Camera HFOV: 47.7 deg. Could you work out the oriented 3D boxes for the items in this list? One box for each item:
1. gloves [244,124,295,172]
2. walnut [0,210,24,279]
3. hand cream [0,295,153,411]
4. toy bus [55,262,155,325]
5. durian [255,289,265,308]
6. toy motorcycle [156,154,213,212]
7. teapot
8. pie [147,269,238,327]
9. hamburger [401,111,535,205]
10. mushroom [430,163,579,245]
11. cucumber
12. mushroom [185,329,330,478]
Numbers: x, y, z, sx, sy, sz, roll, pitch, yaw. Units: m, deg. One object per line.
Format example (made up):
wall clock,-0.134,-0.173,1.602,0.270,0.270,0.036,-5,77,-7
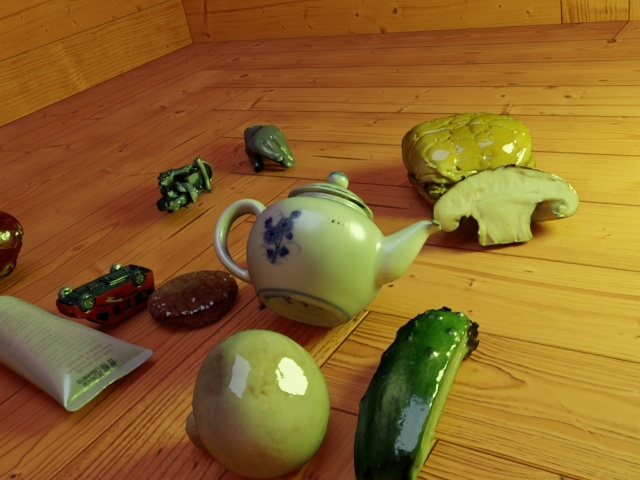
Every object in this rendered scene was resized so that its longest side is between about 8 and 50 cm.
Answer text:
gloves,-0.163,-0.267,2.088,0.142,0.119,0.285,-48,37,-1
walnut,-0.837,0.021,1.682,0.269,0.222,0.244,-11,31,-33
hand cream,-0.492,0.200,1.322,0.358,0.118,0.185,16,31,31
toy bus,-0.422,0.114,1.431,0.081,0.089,0.195,12,27,36
durian,-0.085,0.075,1.420,0.110,0.071,0.140,8,38,34
toy motorcycle,-0.358,-0.146,1.919,0.159,0.106,0.270,-21,24,-4
teapot,0.000,0.000,1.289,0.423,0.252,0.280,6,67,22
pie,-0.252,0.112,1.436,0.182,0.050,0.182,-8,26,4
hamburger,0.342,-0.191,1.662,0.318,0.158,0.319,-10,29,5
mushroom,0.366,-0.073,1.477,0.285,0.156,0.151,-5,2,6
cucumber,0.122,0.218,1.029,0.145,0.105,0.325,2,33,25
mushroom,-0.088,0.242,1.011,0.206,0.209,0.206,19,25,-9
